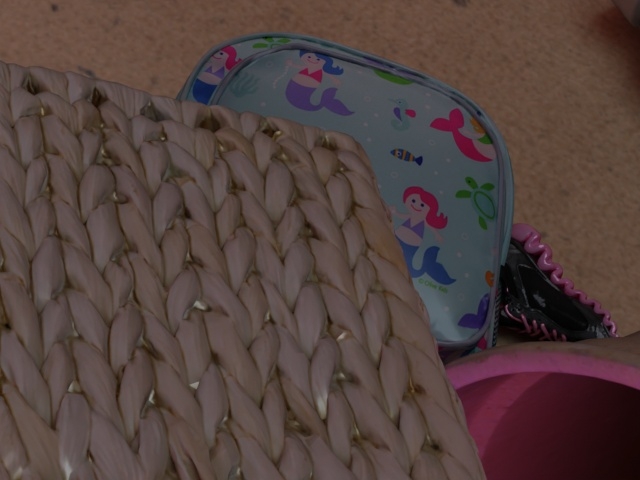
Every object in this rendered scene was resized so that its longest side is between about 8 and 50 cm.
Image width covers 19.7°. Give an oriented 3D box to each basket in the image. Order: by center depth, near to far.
[{"bbox_3d":[-0.119,0.132,0.773,0.267,0.328,0.331,9,30,-18],"label":"basket"}]

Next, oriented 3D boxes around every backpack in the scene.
[{"bbox_3d":[0.000,0.000,1.036,0.225,0.191,0.253,18,49,-4],"label":"backpack"}]

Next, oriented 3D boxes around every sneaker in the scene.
[{"bbox_3d":[0.136,0.046,1.130,0.057,0.047,0.119,-28,62,-23],"label":"sneaker"}]

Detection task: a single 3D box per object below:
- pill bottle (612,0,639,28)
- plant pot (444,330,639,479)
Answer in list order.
[{"bbox_3d":[0.297,-0.123,1.242,0.121,0.121,0.221,-25,68,-29],"label":"pill bottle"},{"bbox_3d":[0.235,0.149,0.908,0.305,0.334,0.334,-27,68,-41],"label":"plant pot"}]
